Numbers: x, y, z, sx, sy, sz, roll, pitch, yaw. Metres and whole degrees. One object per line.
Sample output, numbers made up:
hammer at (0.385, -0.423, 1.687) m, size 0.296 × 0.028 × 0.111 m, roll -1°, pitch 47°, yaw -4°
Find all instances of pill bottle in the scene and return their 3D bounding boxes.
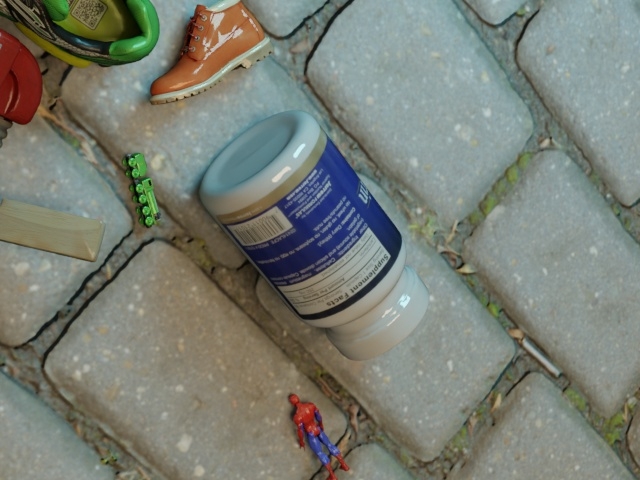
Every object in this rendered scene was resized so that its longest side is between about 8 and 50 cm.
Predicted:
pill bottle at (0.000, 0.000, 1.464) m, size 0.153 × 0.153 × 0.265 m, roll -46°, pitch 117°, yaw -16°

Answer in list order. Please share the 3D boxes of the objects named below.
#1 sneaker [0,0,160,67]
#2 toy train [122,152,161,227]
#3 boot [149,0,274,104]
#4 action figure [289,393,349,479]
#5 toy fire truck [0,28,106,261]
sneaker at (-0.295, -0.276, 1.259) m, size 0.343 × 0.146 × 0.134 m, roll 25°, pitch 85°, yaw -29°
toy train at (-0.190, -0.054, 1.427) m, size 0.023 × 0.017 × 0.083 m, roll -26°, pitch 110°, yaw -35°
boot at (-0.130, -0.203, 1.418) m, size 0.158 × 0.059 × 0.085 m, roll -37°, pitch 111°, yaw -29°
action figure at (-0.007, 0.229, 1.568) m, size 0.038 × 0.030 × 0.115 m, roll -35°, pitch 108°, yaw -26°
toy fire truck at (-0.322, -0.088, 1.289) m, size 0.246 × 0.158 × 0.217 m, roll 28°, pitch 88°, yaw -49°
